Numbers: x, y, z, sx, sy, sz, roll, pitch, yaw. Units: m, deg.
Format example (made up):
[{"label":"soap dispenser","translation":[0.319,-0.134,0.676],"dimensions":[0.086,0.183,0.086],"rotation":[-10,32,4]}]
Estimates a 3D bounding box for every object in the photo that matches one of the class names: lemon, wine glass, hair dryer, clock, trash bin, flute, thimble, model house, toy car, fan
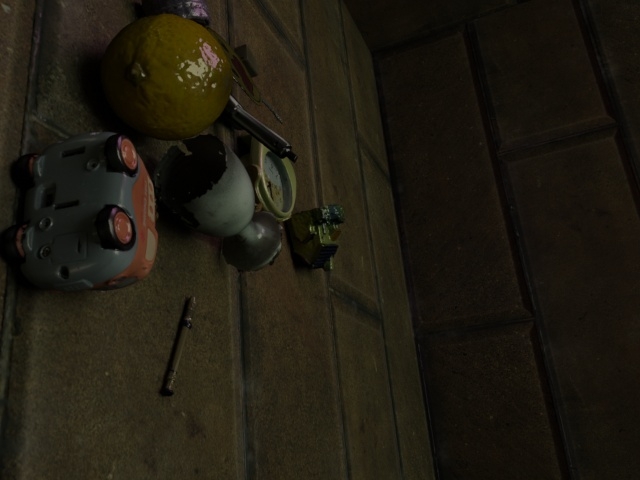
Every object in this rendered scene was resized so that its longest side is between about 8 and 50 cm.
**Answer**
[{"label":"lemon","translation":[-0.304,-0.324,1.138],"dimensions":[0.267,0.267,0.267],"rotation":[-13,90,-71]},{"label":"wine glass","translation":[-0.218,-0.077,1.275],"dimensions":[0.357,0.190,0.190],"rotation":[52,31,-56]},{"label":"hair dryer","translation":[-0.187,-0.336,1.450],"dimensions":[0.155,0.284,0.320],"rotation":[-67,157,-3]},{"label":"clock","translation":[-0.162,-0.157,1.646],"dimensions":[0.235,0.096,0.308],"rotation":[58,27,-46]},{"label":"trash bin","translation":[-0.233,-0.566,1.800],"dimensions":[0.092,0.043,0.061],"rotation":[45,36,-62]},{"label":"flute","translation":[-0.286,0.210,1.167],"dimensions":[0.233,0.027,0.027],"rotation":[-84,153,-43]},{"label":"thimble","translation":[-0.337,-0.534,1.333],"dimensions":[0.097,0.150,0.150],"rotation":[71,19,-1]},{"label":"model house","translation":[0.000,0.000,1.887],"dimensions":[0.194,0.170,0.211],"rotation":[0,78,-72]},{"label":"toy car","translation":[-0.357,-0.032,0.924],"dimensions":[0.212,0.181,0.270],"rotation":[59,23,-63]},{"label":"fan","translation":[-0.184,-0.395,1.375],"dimensions":[0.335,0.011,0.229],"rotation":[45,17,-47]}]

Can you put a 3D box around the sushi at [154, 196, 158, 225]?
[{"label":"sushi","translation":[-0.351,-0.060,1.122],"dimensions":[0.052,0.055,0.120],"rotation":[41,41,-69]}]
